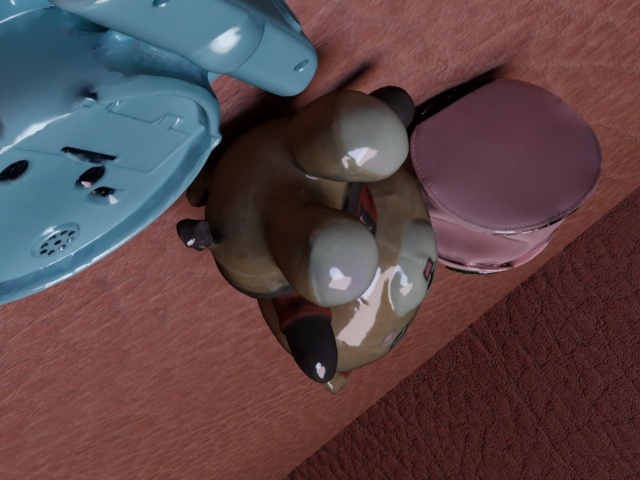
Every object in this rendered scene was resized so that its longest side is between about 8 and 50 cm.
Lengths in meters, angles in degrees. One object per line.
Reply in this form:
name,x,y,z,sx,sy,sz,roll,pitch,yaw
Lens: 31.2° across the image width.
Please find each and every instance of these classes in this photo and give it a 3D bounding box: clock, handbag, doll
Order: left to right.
clock,-0.145,-0.052,0.582,0.274,0.094,0.223,-41,163,17
doll,0.000,0.000,0.926,0.174,0.235,0.330,5,165,17
handbag,0.163,-0.060,1.106,0.205,0.179,0.116,-32,158,-28
